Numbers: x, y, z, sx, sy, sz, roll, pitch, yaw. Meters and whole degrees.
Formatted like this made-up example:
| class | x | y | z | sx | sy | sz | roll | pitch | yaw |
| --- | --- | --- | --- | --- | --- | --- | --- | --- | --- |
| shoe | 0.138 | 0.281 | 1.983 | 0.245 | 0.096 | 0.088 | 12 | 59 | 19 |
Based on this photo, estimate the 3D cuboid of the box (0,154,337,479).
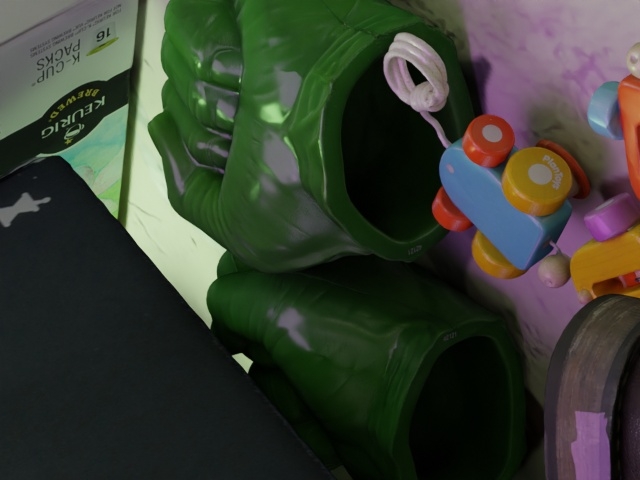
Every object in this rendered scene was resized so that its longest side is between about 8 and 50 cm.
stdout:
| class | x | y | z | sx | sy | sz | roll | pitch | yaw |
| --- | --- | --- | --- | --- | --- | --- | --- | --- | --- |
| box | -0.080 | 0.294 | 0.943 | 0.480 | 0.297 | 0.472 | 44 | 159 | 51 |

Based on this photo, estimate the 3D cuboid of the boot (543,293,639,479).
| class | x | y | z | sx | sy | sz | roll | pitch | yaw |
| --- | --- | --- | --- | --- | --- | --- | --- | --- | --- |
| boot | 0.190 | 0.131 | 0.621 | 0.229 | 0.091 | 0.263 | 7 | 124 | 42 |

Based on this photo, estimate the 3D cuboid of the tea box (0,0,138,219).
| class | x | y | z | sx | sy | sz | roll | pitch | yaw |
| --- | --- | --- | --- | --- | --- | --- | --- | --- | --- |
| tea box | -0.289 | -0.117 | 1.132 | 0.329 | 0.220 | 0.323 | 49 | 155 | 20 |

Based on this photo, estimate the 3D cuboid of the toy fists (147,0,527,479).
| class | x | y | z | sx | sy | sz | roll | pitch | yaw |
| --- | --- | --- | --- | --- | --- | --- | --- | --- | --- |
| toy fists | 0.000 | 0.000 | 0.865 | 0.142 | 0.096 | 0.279 | 34 | 148 | 47 |

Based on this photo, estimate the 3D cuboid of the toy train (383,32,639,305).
| class | x | y | z | sx | sy | sz | roll | pitch | yaw |
| --- | --- | --- | --- | --- | --- | --- | --- | --- | --- |
| toy train | 0.098 | -0.030 | 0.704 | 0.166 | 0.046 | 0.125 | 21 | 135 | 50 |
